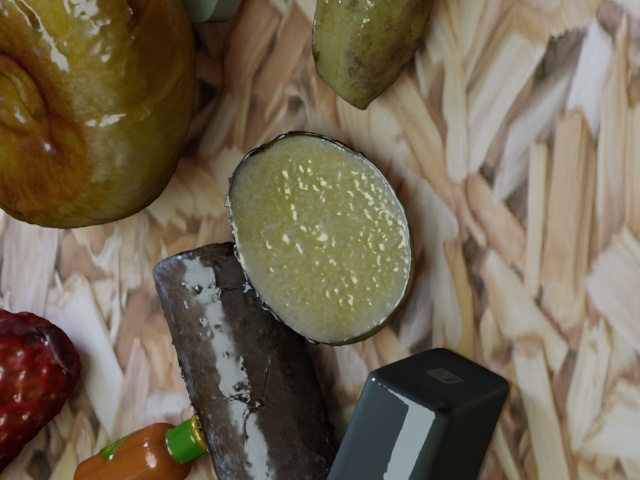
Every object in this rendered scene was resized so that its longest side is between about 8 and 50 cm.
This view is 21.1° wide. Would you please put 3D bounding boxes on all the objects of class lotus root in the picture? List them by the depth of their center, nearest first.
[{"bbox_3d":[0.055,-0.241,1.492,0.110,0.097,0.258,34,121,29],"label":"lotus root"}]

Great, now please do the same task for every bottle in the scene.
[{"bbox_3d":[-0.161,0.216,1.707,0.187,0.069,0.069,-29,83,29],"label":"bottle"}]

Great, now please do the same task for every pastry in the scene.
[{"bbox_3d":[-0.254,-0.175,1.602,0.356,0.164,0.356,20,127,28],"label":"pastry"}]

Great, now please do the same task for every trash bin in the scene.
[{"bbox_3d":[0.069,0.223,1.512,0.101,0.176,0.236,27,108,25],"label":"trash bin"}]

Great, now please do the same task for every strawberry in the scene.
[{"bbox_3d":[-0.362,0.159,1.760,0.244,0.205,0.205,-25,85,11],"label":"strawberry"}]

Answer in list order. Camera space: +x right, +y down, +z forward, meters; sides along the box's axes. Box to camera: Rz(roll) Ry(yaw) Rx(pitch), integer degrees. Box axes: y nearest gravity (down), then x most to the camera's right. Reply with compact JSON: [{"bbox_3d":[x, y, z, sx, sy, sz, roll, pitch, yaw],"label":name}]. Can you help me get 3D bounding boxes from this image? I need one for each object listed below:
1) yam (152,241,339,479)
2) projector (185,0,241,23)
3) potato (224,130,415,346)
[{"bbox_3d":[-0.060,0.138,1.606,0.131,0.131,0.280,-21,85,31],"label":"yam"},{"bbox_3d":[-0.138,-0.369,1.588,0.257,0.079,0.259,35,114,21],"label":"projector"},{"bbox_3d":[0.000,0.000,1.564,0.164,0.081,0.200,-30,82,2],"label":"potato"}]
